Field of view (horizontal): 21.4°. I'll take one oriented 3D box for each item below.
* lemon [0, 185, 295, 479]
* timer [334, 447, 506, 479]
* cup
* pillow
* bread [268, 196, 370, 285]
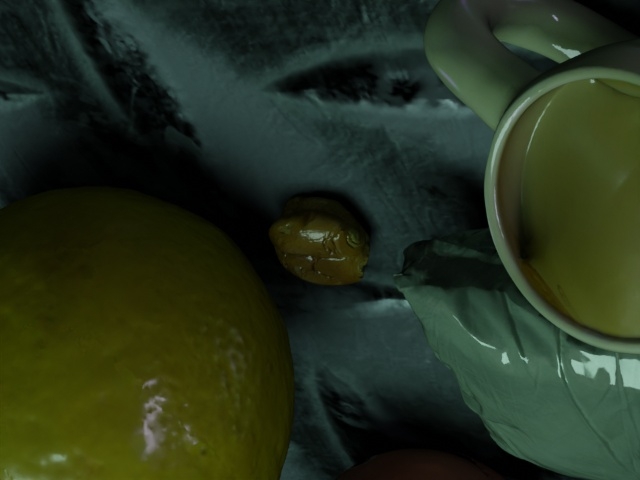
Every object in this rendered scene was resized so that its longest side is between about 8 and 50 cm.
[{"bbox_3d":[-0.179,0.126,1.352,0.348,0.348,0.348,16,146,11],"label":"lemon"},{"bbox_3d":[0.089,0.305,1.532,0.230,0.229,0.215,17,137,10],"label":"timer"},{"bbox_3d":[0.181,-0.049,0.988,0.255,0.202,0.173,18,114,34],"label":"cup"},{"bbox_3d":[0.234,0.102,1.246,0.310,0.138,0.283,8,152,25],"label":"pillow"},{"bbox_3d":[0.000,0.000,1.323,0.081,0.046,0.083,18,145,4],"label":"bread"}]
